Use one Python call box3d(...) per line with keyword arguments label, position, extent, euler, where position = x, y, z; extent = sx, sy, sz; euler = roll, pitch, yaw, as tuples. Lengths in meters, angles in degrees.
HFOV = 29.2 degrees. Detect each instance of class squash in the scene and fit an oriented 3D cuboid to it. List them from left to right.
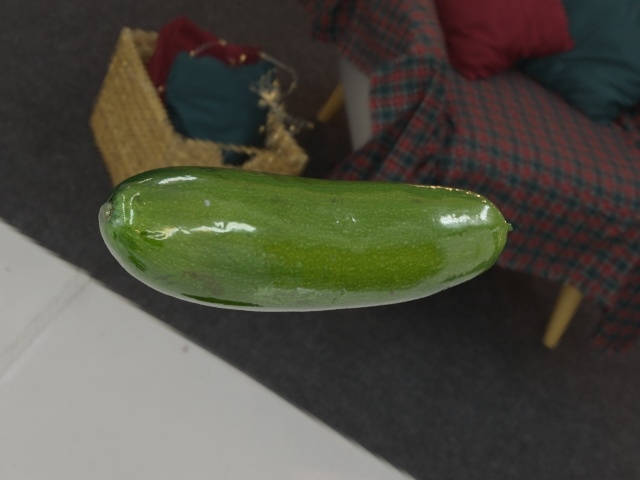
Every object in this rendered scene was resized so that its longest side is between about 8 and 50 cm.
box3d(label="squash", position=(-0.001, 0.002, 0.732), extent=(0.292, 0.082, 0.082), euler=(2, 44, -39))
